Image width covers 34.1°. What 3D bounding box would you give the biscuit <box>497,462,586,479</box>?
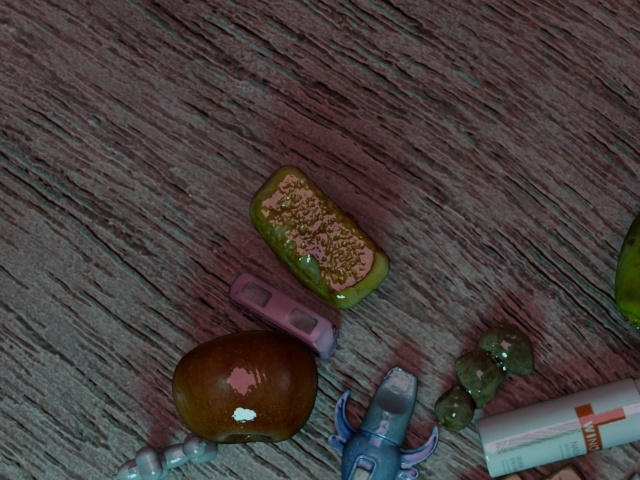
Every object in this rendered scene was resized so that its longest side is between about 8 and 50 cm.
[{"bbox_3d":[0.307,0.485,1.682,0.306,0.043,0.283,10,83,12],"label":"biscuit"}]

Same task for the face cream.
[{"bbox_3d":[0.426,0.289,1.669,0.346,0.102,0.102,-17,79,7],"label":"face cream"}]

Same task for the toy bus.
[{"bbox_3d":[-0.063,0.126,1.769,0.203,0.090,0.063,29,75,14],"label":"toy bus"}]

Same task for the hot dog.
[{"bbox_3d":[0.000,0.000,1.752,0.150,0.153,0.257,-44,80,-5],"label":"hot dog"}]

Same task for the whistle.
[{"bbox_3d":[0.093,0.338,1.721,0.180,0.093,0.269,21,78,17],"label":"whistle"}]

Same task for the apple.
[{"bbox_3d":[-0.120,0.246,1.698,0.235,0.210,0.173,-18,67,18],"label":"apple"}]

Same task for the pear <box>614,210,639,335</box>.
[{"bbox_3d":[0.600,0.038,1.617,0.321,0.269,0.269,-31,77,-11],"label":"pear"}]

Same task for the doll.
[{"bbox_3d":[-0.257,0.361,1.724,0.161,0.160,0.059,-21,79,3],"label":"doll"}]

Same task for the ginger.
[{"bbox_3d":[0.264,0.225,1.713,0.204,0.080,0.104,-44,83,-3],"label":"ginger"}]

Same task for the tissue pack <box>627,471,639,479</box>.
[{"bbox_3d":[0.500,0.420,1.669,0.063,0.035,0.083,41,89,12],"label":"tissue pack"}]
